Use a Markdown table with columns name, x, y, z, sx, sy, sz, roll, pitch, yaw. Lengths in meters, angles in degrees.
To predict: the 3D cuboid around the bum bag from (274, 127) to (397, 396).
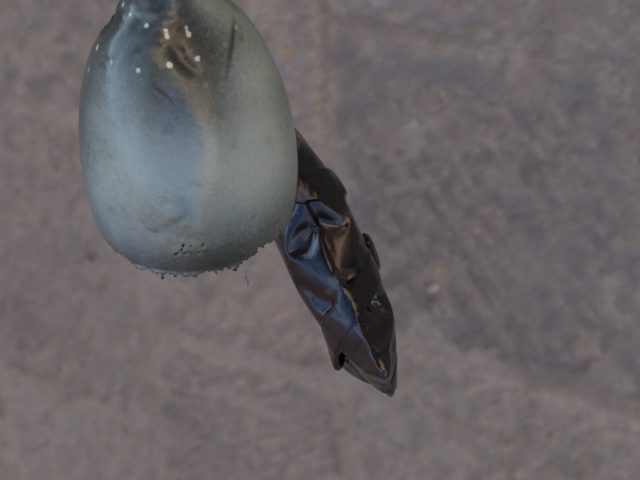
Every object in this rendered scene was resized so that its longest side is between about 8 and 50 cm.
| name | x | y | z | sx | sy | sz | roll | pitch | yaw |
| --- | --- | --- | --- | --- | --- | --- | --- | --- | --- |
| bum bag | 0.000 | 0.000 | 1.743 | 0.340 | 0.095 | 0.144 | 66 | 171 | -3 |

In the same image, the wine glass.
| name | x | y | z | sx | sy | sz | roll | pitch | yaw |
| --- | --- | --- | --- | --- | --- | --- | --- | --- | --- |
| wine glass | -0.119 | -0.143 | 1.442 | 0.190 | 0.190 | 0.357 | 25 | 140 | 31 |
